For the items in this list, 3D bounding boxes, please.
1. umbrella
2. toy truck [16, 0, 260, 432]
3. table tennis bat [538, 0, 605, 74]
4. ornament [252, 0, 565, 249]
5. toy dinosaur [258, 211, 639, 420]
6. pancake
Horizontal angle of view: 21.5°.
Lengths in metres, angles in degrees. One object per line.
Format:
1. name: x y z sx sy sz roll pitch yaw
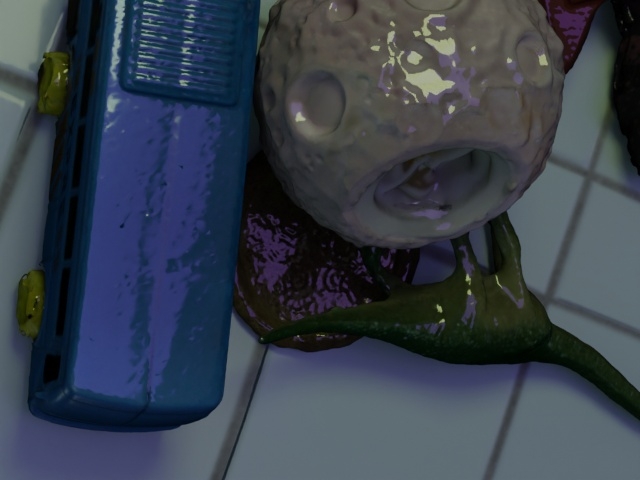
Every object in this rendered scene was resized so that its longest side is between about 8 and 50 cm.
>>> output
1. umbrella: 0.306 -0.223 1.563 0.094 0.090 0.326 -5 89 -17
2. toy truck: -0.145 -0.037 1.349 0.161 0.162 0.385 8 85 -21
3. table tennis bat: 0.169 -0.214 1.496 0.310 0.038 0.200 -13 100 0
4. ornament: 0.067 -0.128 1.364 0.259 0.259 0.225 -1 56 -20
5. toy dinosaur: 0.156 0.116 1.496 0.447 0.087 0.301 -20 102 -27
6. pancake: -0.001 0.000 1.475 0.199 0.021 0.199 1 86 -20
